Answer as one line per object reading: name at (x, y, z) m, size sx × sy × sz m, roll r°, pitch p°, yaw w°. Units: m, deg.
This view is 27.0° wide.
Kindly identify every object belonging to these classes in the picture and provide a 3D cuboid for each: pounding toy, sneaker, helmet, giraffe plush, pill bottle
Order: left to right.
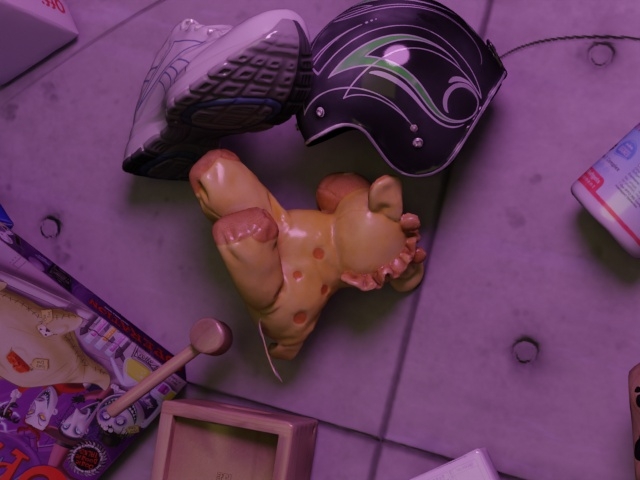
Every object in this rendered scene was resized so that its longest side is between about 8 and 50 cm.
sneaker at (-0.104, -0.150, 1.197) m, size 0.297 × 0.111 × 0.129 m, roll -25°, pitch 62°, yaw 55°
pounding toy at (-0.099, 0.175, 1.232) m, size 0.181 × 0.094 × 0.206 m, roll 8°, pitch 87°, yaw 17°
giraffe plush at (0.000, 0.000, 1.194) m, size 0.170 × 0.181 × 0.210 m, roll -24°, pitch 74°, yaw -3°
helmet at (0.063, -0.136, 1.179) m, size 0.161 × 0.169 × 0.169 m, roll 33°, pitch 95°, yaw 2°
pill bottle at (0.299, -0.067, 1.135) m, size 0.160 × 0.087 × 0.087 m, roll -43°, pitch 74°, yaw 9°

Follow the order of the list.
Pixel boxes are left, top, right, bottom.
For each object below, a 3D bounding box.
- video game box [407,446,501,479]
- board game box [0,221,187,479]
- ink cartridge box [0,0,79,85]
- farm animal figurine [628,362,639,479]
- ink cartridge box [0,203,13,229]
video game box at (0.103, 0.314, 1.181) m, size 0.187 × 0.048 × 0.205 m, roll -26°, pitch 77°, yaw 12°
board game box at (-0.320, 0.097, 1.237) m, size 0.347 × 0.056 × 0.208 m, roll 40°, pitch 103°, yaw -19°
ink cartridge box at (-0.375, -0.312, 1.308) m, size 0.117 × 0.207 × 0.283 m, roll -27°, pitch 78°, yaw 15°
farm animal figurine at (0.332, 0.273, 1.047) m, size 0.330 × 0.172 × 0.326 m, roll 35°, pitch 96°, yaw 17°
ink cartridge box at (-0.501, -0.047, 1.348) m, size 0.270 × 0.151 × 0.395 m, roll -38°, pitch 74°, yaw 11°
